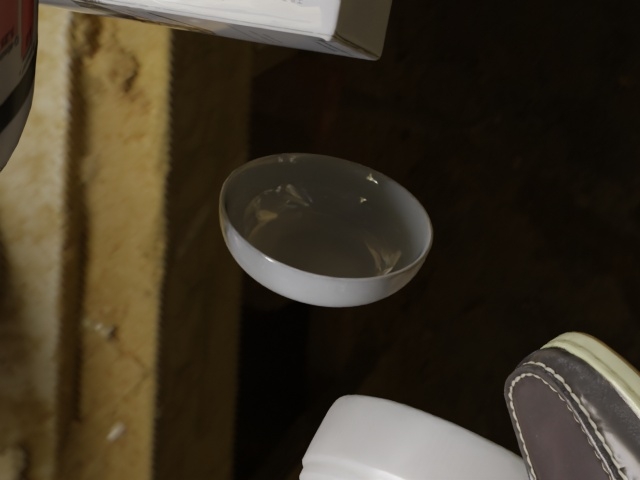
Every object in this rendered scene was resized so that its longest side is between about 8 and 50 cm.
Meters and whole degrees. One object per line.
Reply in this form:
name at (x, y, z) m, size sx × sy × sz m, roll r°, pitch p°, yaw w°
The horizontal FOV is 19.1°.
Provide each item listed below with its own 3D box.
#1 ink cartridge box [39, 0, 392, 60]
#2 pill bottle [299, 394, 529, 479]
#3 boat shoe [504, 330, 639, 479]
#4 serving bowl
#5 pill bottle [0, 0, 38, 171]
ink cartridge box at (-0.097, -0.261, 1.316) m, size 0.308 × 0.129 × 0.223 m, roll 11°, pitch 91°, yaw 16°
pill bottle at (0.001, 0.214, 0.774) m, size 0.162 × 0.162 × 0.278 m, roll 26°, pitch 73°, yaw 9°
boat shoe at (0.080, 0.095, 0.476) m, size 0.152 × 0.049 × 0.056 m, roll 64°, pitch 155°, yaw 19°
serving bowl at (0.000, 0.000, 0.732) m, size 0.083 × 0.083 × 0.027 m, roll 22°, pitch 126°, yaw 11°
pill bottle at (-0.190, -0.114, 0.584) m, size 0.210 × 0.210 × 0.363 m, roll 17°, pitch 128°, yaw 13°
